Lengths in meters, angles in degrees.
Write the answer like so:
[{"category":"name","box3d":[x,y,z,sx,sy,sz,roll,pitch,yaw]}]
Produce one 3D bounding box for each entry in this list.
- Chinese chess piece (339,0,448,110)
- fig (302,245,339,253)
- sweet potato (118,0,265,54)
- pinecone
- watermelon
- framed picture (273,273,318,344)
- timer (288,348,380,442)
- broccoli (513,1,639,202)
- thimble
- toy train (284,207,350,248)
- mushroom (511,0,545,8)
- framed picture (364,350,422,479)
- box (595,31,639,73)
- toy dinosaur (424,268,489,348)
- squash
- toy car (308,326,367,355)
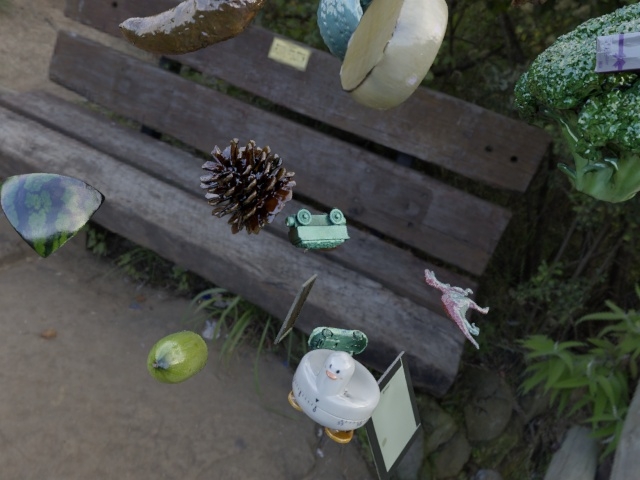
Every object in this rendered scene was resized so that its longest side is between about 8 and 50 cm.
[{"category":"Chinese chess piece","box3d":[0.138,-0.384,1.114,0.104,0.257,0.257,21,28,-20]},{"category":"fig","box3d":[0.000,0.000,1.725,0.125,0.089,0.089,-20,28,14]},{"category":"sweet potato","box3d":[-0.185,-0.400,0.986,0.114,0.341,0.092,67,14,0]},{"category":"pinecone","box3d":[-0.207,-0.160,1.548,0.264,0.264,0.264,13,31,-8]},{"category":"watermelon","box3d":[-0.398,-0.047,0.824,0.135,0.094,0.125,35,66,-2]},{"category":"framed picture","box3d":[-0.088,0.250,2.078,0.016,0.250,0.184,27,16,9]},{"category":"timer","box3d":[0.047,0.368,1.475,0.233,0.240,0.233,22,20,-9]},{"category":"broccoli","box3d":[0.511,-0.228,0.938,0.321,0.310,0.413,-33,29,-9]},{"category":"thimble","box3d":[0.100,-0.604,1.568,0.235,0.143,0.198,45,50,-37]},{"category":"toy train","box3d":[-0.008,-0.028,1.410,0.172,0.070,0.100,-2,77,-32]},{"category":"mushroom","box3d":[0.597,-0.724,1.633,0.126,0.109,0.085,32,74,7]},{"category":"framed picture","box3d":[0.228,0.558,1.784,0.016,0.347,0.265,8,35,39]},{"category":"box","box3d":[0.431,-0.252,0.757,0.117,0.051,0.036,3,15,22]},{"category":"toy dinosaur","box3d":[0.332,0.171,1.390,0.167,0.053,0.242,23,35,-6]},{"category":"squash","box3d":[-0.380,0.314,1.502,0.132,0.133,0.247,18,-4,0]},{"category":"toy car","box3d":[0.050,0.296,1.671,0.186,0.093,0.058,9,28,-26]}]
